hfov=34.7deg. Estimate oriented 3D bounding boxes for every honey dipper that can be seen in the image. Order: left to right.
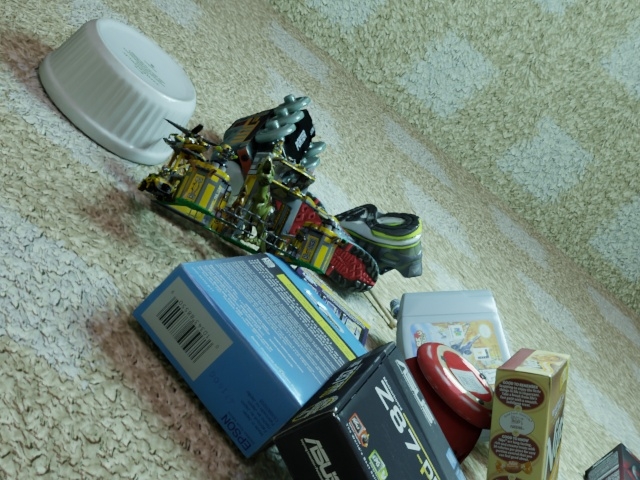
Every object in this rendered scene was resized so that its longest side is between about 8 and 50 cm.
[{"bbox_3d":[0.106,0.108,2.032,0.161,0.030,0.030,55,21,21],"label":"honey dipper"}]

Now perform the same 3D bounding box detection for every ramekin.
[{"bbox_3d":[-0.335,-0.266,1.767,0.273,0.127,0.273,39,19,-16],"label":"ramekin"}]

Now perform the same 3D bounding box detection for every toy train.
[{"bbox_3d":[-0.105,-0.171,1.955,0.334,0.190,0.142,-69,141,-65],"label":"toy train"}]

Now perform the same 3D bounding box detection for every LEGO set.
[{"bbox_3d":[-0.104,-0.096,1.652,0.331,0.192,0.255,27,-10,-20],"label":"LEGO set"}]

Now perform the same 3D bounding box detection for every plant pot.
[{"bbox_3d":[0.170,0.265,1.609,0.191,0.174,0.191,38,18,-14],"label":"plant pot"}]

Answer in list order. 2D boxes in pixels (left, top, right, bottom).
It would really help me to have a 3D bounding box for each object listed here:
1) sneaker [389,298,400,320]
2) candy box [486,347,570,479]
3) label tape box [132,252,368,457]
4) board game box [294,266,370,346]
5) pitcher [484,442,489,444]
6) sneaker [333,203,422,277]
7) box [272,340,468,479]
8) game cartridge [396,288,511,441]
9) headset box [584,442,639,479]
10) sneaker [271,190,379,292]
[{"bbox_3d":[0.193,0.153,2.079,0.135,0.052,0.058,31,18,-34],"label":"sneaker"},{"bbox_3d":[0.312,0.337,1.562,0.087,0.316,0.183,7,7,21],"label":"candy box"},{"bbox_3d":[-0.076,0.145,1.454,0.249,0.115,0.347,48,15,12],"label":"label tape box"},{"bbox_3d":[0.001,0.130,1.739,0.170,0.048,0.141,42,17,-4],"label":"board game box"},{"bbox_3d":[0.290,0.284,1.906,0.207,0.125,0.178,37,9,16],"label":"pitcher"},{"bbox_3d":[0.102,0.005,2.049,0.300,0.111,0.121,21,-53,60],"label":"sneaker"},{"bbox_3d":[0.111,0.350,1.267,0.395,0.097,0.318,63,17,0],"label":"box"},{"bbox_3d":[0.239,0.216,1.814,0.198,0.062,0.297,0,52,-14],"label":"game cartridge"},{"bbox_3d":[0.634,0.561,2.018,0.218,0.110,0.293,45,19,2],"label":"headset box"},{"bbox_3d":[0.000,0.000,1.980,0.262,0.104,0.125,48,1,-2],"label":"sneaker"}]
